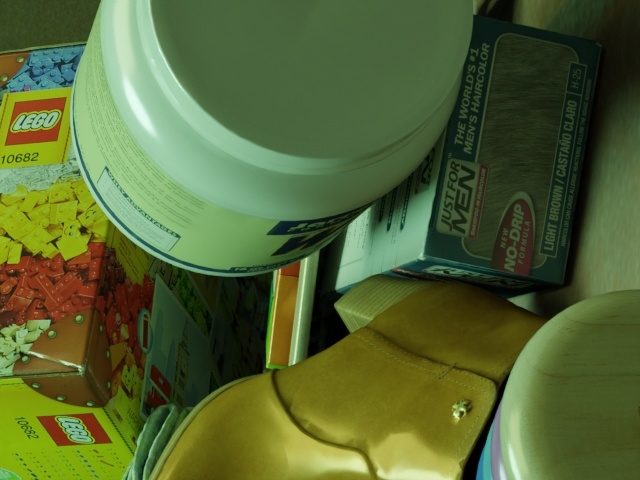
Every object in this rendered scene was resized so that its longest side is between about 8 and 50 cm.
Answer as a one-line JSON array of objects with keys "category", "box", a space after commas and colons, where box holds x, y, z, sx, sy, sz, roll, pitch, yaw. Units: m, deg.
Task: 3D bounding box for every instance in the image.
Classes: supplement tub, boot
[{"category": "supplement tub", "box": [-0.039, -0.114, 1.256, 0.325, 0.235, 0.235, 140, 140, -74]}, {"category": "boot", "box": [0.021, 0.138, 1.190, 0.295, 0.104, 0.211, -47, 30, -15]}]

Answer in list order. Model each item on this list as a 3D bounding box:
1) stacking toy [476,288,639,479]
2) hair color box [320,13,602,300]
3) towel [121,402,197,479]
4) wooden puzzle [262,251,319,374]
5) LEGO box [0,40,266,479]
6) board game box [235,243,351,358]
[{"category": "stacking toy", "box": [0.125, 0.146, 0.980, 0.330, 0.141, 0.141, 113, 165, -65]}, {"category": "hair color box", "box": [0.095, -0.042, 1.406, 0.347, 0.105, 0.174, 152, 129, -78]}, {"category": "towel", "box": [-0.087, 0.350, 1.542, 0.320, 0.090, 0.374, -90, -15, -77]}, {"category": "wooden puzzle", "box": [-0.021, 0.014, 1.591, 0.221, 0.044, 0.238, -102, 24, -81]}, {"category": "LEGO box", "box": [-0.204, 0.108, 1.852, 0.500, 0.193, 0.372, 67, -156, -51]}, {"category": "board game box", "box": [0.000, 0.000, 1.756, 0.347, 0.056, 0.208, -159, 83, -71]}]
